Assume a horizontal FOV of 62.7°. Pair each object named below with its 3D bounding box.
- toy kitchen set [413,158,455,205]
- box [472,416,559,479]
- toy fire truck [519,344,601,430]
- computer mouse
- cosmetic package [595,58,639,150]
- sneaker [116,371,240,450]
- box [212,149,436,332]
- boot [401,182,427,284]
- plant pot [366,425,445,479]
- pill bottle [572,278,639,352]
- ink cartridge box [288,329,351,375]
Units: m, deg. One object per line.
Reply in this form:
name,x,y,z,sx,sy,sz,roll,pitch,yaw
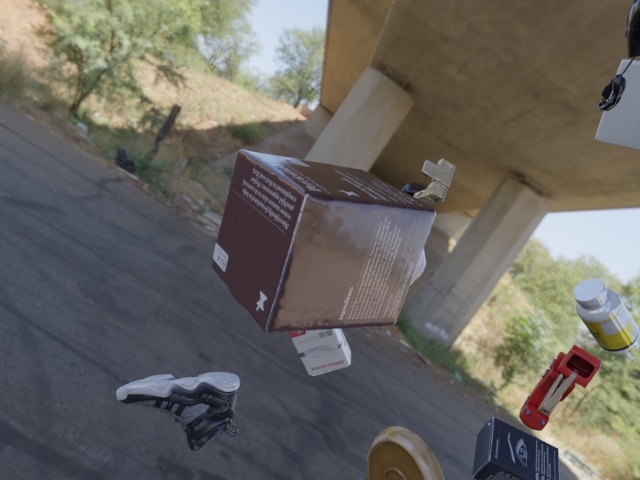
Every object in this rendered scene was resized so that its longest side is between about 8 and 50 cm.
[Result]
toy kitchen set,0.224,-0.128,1.101,0.068,0.083,0.075,27,-16,-17
box,0.547,0.623,1.473,0.207,0.108,0.153,25,39,7
toy fire truck,0.391,0.249,0.873,0.047,0.192,0.135,33,21,21
computer mouse,0.434,-0.269,0.748,0.041,0.071,0.242,14,-25,14
cosmetic package,0.933,-0.317,1.322,0.384,0.218,0.156,26,30,30
sneaker,-0.305,0.370,1.129,0.268,0.153,0.101,-4,-4,1
box,0.000,0.000,0.663,0.203,0.167,0.168,4,22,-37
boot,0.216,0.013,1.453,0.096,0.281,0.264,12,34,26
plant pot,0.167,0.512,1.094,0.032,0.237,0.236,2,23,-34
pill bottle,0.698,0.182,1.294,0.184,0.103,0.103,49,-2,-20
ink cartridge box,-0.002,0.214,1.138,0.056,0.099,0.135,-79,149,-66
